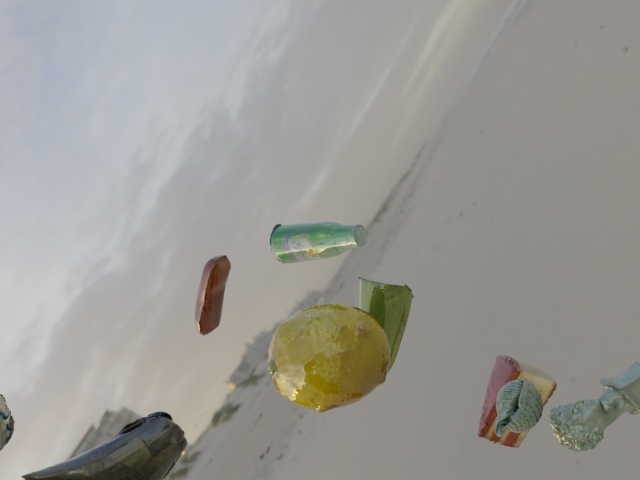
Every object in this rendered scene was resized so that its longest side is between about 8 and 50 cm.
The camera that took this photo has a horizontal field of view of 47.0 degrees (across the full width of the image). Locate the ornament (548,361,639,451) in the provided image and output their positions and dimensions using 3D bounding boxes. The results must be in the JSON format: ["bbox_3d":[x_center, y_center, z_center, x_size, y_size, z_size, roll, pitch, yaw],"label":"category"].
[{"bbox_3d":[0.697,0.411,1.797,0.285,0.130,0.120,-31,2,5],"label":"ornament"}]

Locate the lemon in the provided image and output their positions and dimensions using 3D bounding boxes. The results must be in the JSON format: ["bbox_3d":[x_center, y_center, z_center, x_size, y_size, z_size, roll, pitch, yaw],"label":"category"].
[{"bbox_3d":[0.021,0.246,1.574,0.233,0.288,0.234,176,90,-69],"label":"lemon"}]

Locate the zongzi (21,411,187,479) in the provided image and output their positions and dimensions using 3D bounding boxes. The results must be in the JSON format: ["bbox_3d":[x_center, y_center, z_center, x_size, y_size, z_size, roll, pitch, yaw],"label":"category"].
[{"bbox_3d":[-0.620,0.638,2.173,0.403,0.207,0.432,-47,-39,-18],"label":"zongzi"}]

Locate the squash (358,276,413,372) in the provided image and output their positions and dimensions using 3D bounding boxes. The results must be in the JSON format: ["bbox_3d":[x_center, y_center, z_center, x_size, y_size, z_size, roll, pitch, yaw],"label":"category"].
[{"bbox_3d":[0.145,0.234,1.742,0.137,0.137,0.288,-28,-57,-82],"label":"squash"}]

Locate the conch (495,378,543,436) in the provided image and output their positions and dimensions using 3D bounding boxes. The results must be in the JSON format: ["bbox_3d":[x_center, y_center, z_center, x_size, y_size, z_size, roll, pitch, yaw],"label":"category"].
[{"bbox_3d":[0.472,0.392,1.728,0.153,0.102,0.135,-73,2,-45],"label":"conch"}]

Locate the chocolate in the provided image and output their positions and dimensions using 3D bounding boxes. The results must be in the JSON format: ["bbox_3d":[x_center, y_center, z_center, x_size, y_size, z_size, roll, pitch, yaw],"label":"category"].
[{"bbox_3d":[0.000,0.000,1.812,0.291,0.110,0.110,-6,45,49],"label":"chocolate"}]

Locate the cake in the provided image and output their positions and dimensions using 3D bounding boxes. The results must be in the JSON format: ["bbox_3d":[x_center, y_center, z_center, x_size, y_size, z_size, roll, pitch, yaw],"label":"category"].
[{"bbox_3d":[0.589,0.483,2.187,0.159,0.158,0.262,128,161,-74],"label":"cake"}]

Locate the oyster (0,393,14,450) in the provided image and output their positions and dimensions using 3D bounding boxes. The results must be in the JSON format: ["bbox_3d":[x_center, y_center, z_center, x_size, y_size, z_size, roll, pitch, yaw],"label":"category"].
[{"bbox_3d":[-0.751,0.378,1.547,0.214,0.083,0.223,9,-71,-44],"label":"oyster"}]

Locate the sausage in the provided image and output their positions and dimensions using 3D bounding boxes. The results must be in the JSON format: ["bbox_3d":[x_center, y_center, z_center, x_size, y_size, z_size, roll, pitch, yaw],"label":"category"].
[{"bbox_3d":[-0.342,0.168,2.279,0.089,0.083,0.300,-18,-47,-43],"label":"sausage"}]
